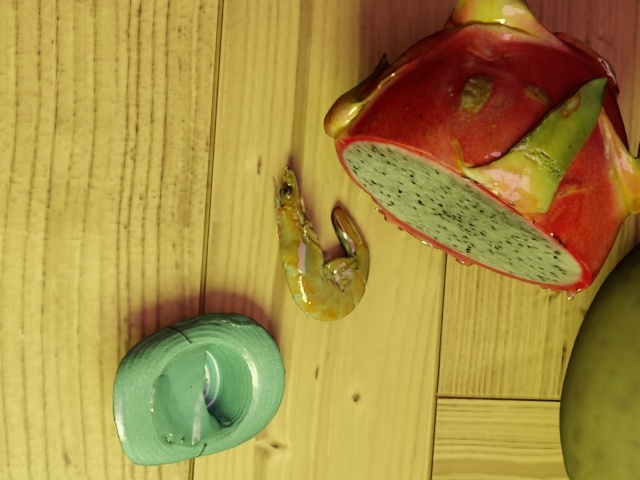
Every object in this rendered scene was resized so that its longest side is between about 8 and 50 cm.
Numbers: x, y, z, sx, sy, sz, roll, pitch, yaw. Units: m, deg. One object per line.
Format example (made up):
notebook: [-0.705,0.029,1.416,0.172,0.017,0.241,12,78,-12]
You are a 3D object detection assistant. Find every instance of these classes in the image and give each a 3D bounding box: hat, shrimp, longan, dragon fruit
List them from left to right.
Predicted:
hat: [-0.129,0.142,1.469,0.191,0.078,0.138,-14,105,-33]
shrimp: [0.003,0.000,1.510,0.095,0.045,0.162,-14,94,-14]
dragon fruit: [0.178,-0.109,1.434,0.305,0.305,0.226,35,77,-14]
longan: [0.401,0.161,1.490,0.361,0.361,0.361,-1,93,-15]
